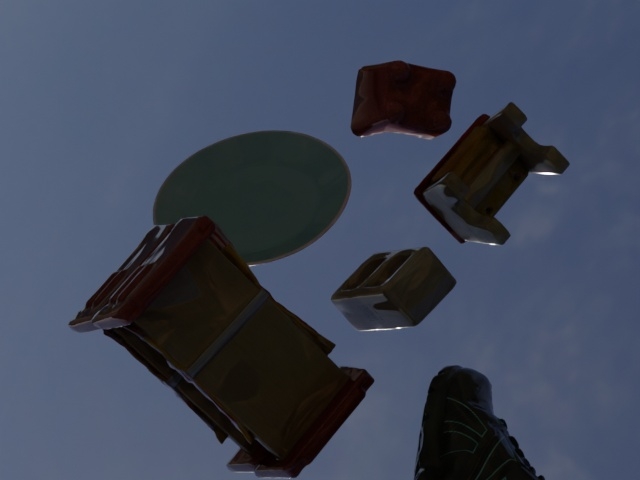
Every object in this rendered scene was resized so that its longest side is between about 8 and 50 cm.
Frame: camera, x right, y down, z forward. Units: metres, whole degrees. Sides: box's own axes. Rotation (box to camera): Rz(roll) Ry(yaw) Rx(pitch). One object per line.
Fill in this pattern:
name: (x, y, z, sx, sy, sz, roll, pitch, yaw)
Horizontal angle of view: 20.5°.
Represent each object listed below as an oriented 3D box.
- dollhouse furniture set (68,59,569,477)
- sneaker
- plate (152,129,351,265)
dollhouse furniture set: (0.000, 0.000, 1.480, 0.374, 0.201, 0.152, -48, -166, -18)
sneaker: (0.116, 0.190, 1.334, 0.267, 0.106, 0.101, -71, 167, -58)
plate: (-0.062, -0.034, 1.647, 0.188, 0.024, 0.188, -7, -137, 7)
